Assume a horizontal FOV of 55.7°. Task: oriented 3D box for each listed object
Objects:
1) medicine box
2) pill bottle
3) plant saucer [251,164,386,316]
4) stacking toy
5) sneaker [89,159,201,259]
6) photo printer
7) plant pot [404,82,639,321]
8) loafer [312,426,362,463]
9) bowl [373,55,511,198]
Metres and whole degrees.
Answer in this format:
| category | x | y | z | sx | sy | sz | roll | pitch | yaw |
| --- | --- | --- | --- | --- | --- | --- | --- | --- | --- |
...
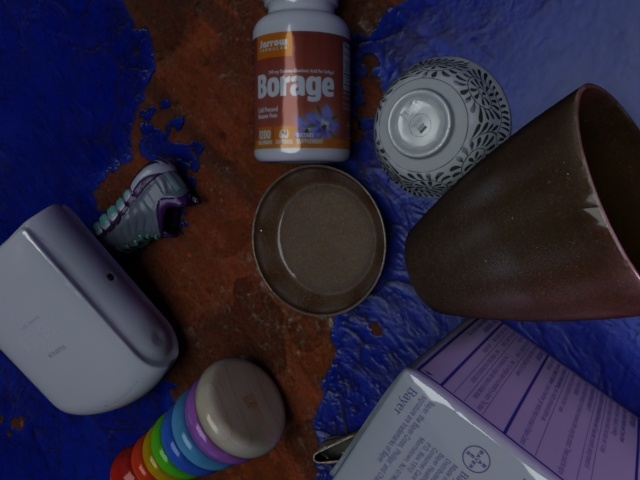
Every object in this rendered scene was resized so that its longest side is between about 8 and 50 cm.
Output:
| category | x | y | z | sx | sy | sz | roll | pitch | yaw |
| --- | --- | --- | --- | --- | --- | --- | --- | --- | --- |
| medicine box | 0.204 | 0.227 | 0.585 | 0.289 | 0.263 | 0.149 | 37 | 111 | 20 |
| pill bottle | -0.023 | -0.204 | 0.743 | 0.121 | 0.121 | 0.216 | 2 | 96 | 28 |
| plant saucer | 0.000 | 0.000 | 0.800 | 0.198 | 0.036 | 0.199 | 3 | 97 | 27 |
| stacking toy | -0.202 | 0.305 | 0.894 | 0.330 | 0.141 | 0.141 | -40 | 76 | 31 |
| sneaker | -0.276 | -0.015 | 0.921 | 0.098 | 0.083 | 0.224 | 47 | 113 | 11 |
| photo printer | -0.380 | 0.128 | 0.929 | 0.256 | 0.107 | 0.308 | -30 | 104 | 31 |
| plant pot | 0.205 | -0.006 | 0.612 | 0.230 | 0.215 | 0.215 | -25 | 83 | 42 |
| loafer | 0.046 | 0.274 | 0.800 | 0.125 | 0.039 | 0.045 | -25 | 83 | 28 |
| bowl | 0.125 | -0.131 | 0.696 | 0.170 | 0.080 | 0.170 | 3 | 96 | 27 |
